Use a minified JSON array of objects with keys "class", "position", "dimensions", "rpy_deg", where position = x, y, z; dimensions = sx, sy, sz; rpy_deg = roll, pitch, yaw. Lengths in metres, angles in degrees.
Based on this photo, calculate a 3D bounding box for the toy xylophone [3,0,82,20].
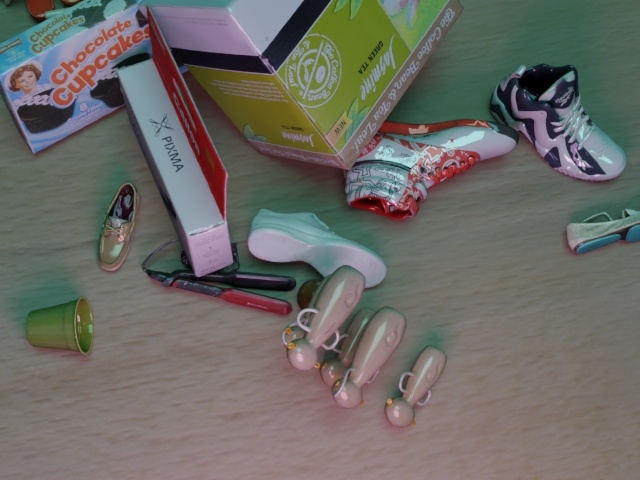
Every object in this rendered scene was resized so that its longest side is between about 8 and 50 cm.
[{"class":"toy xylophone","position":[-0.363,-0.444,1.894],"dimensions":[0.322,0.081,0.236],"rpy_deg":[-8,72,-8]}]

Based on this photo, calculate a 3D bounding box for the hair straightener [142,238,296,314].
[{"class":"hair straightener","position":[-0.147,0.047,1.774],"dimensions":[0.230,0.047,0.089],"rpy_deg":[9,62,4]}]

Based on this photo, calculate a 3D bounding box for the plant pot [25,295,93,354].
[{"class":"plant pot","position":[-0.372,0.123,1.709],"dimensions":[0.079,0.083,0.083],"rpy_deg":[-5,71,7]}]

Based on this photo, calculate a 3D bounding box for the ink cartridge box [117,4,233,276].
[{"class":"ink cartridge box","position":[-0.207,-0.133,1.688],"dimensions":[0.066,0.261,0.296],"rpy_deg":[-21,66,-11]}]

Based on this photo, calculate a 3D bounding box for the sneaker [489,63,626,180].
[{"class":"sneaker","position":[0.374,-0.189,1.833],"dimensions":[0.235,0.153,0.094],"rpy_deg":[41,75,9]}]

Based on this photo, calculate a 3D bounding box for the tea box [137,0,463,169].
[{"class":"tea box","position":[-0.020,-0.335,1.737],"dimensions":[0.220,0.323,0.329],"rpy_deg":[15,64,46]}]

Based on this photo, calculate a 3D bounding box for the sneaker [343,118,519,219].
[{"class":"sneaker","position":[0.166,-0.103,1.822],"dimensions":[0.270,0.090,0.145],"rpy_deg":[1,72,-1]}]

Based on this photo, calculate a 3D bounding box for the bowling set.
[{"class":"bowling set","position":[0.024,0.149,1.704],"dimensions":[0.287,0.200,0.154],"rpy_deg":[43,73,-35]}]

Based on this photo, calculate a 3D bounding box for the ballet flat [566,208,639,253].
[{"class":"ballet flat","position":[0.455,-0.024,1.838],"dimensions":[0.168,0.057,0.052],"rpy_deg":[-11,63,-9]}]

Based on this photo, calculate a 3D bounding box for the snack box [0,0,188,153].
[{"class":"snack box","position":[-0.318,-0.275,1.781],"dimensions":[0.322,0.187,0.060],"rpy_deg":[-31,61,-14]}]

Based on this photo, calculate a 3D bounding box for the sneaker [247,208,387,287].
[{"class":"sneaker","position":[0.000,0.000,1.786],"dimensions":[0.212,0.080,0.094],"rpy_deg":[19,36,-9]}]

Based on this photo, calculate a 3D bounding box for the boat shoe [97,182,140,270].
[{"class":"boat shoe","position":[-0.300,-0.023,1.776],"dimensions":[0.050,0.045,0.135],"rpy_deg":[10,71,-1]}]
